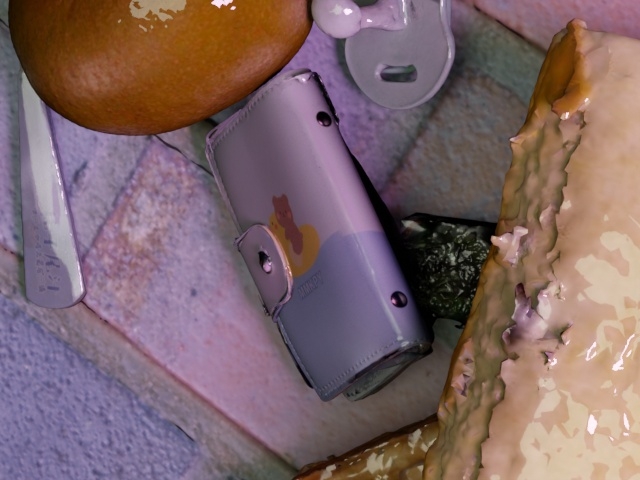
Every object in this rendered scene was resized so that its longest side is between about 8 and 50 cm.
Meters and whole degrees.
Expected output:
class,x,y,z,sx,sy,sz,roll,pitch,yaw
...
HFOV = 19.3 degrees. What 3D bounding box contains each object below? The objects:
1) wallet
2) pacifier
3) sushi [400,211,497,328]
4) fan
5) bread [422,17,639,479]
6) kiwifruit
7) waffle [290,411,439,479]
class,x,y,z,sx,sy,sz,roll,pitch,yaw
wallet,0.000,0.000,1.390,0.170,0.069,0.231,-39,71,56
pacifier,0.035,-0.169,1.359,0.127,0.116,0.150,16,108,45
sushi,0.102,0.026,1.390,0.083,0.056,0.085,5,98,13
fan,-0.223,-0.084,1.518,0.057,0.023,0.282,0,98,23
bread,0.206,0.062,1.212,0.236,0.165,0.375,17,89,6
kiwifruit,-0.120,-0.176,1.375,0.234,0.196,0.196,-23,88,26
waffle,0.135,0.219,1.383,0.308,0.091,0.213,-26,88,23
